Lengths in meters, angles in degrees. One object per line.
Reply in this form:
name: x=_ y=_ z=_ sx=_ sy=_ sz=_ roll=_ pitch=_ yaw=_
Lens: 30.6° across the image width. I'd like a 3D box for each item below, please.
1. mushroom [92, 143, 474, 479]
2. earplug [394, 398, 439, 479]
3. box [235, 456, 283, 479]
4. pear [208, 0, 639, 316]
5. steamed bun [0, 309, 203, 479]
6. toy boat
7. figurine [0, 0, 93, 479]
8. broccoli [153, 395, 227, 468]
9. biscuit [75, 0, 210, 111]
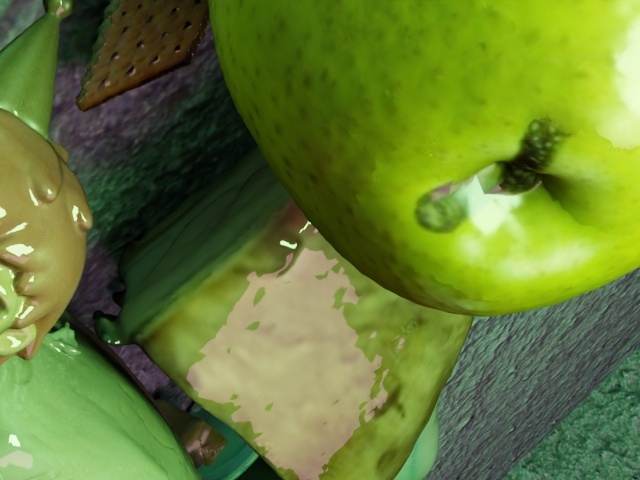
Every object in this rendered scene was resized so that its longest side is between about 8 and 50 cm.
mushroom: x=0.050 y=0.014 z=0.986 sx=0.397 sy=0.313 sz=0.224 roll=-46 pitch=-160 yaw=-5
earplug: x=0.066 y=0.123 z=1.320 sx=0.185 sy=0.185 sz=0.324 roll=-27 pitch=143 yaw=-31
box: x=-0.060 y=0.365 z=1.374 sx=0.359 sy=0.350 sz=0.091 roll=-24 pitch=115 yaw=-34
pear: x=0.110 y=-0.153 z=0.702 sx=0.362 sy=0.418 sz=0.362 roll=4 pitch=139 yaw=3
steamed bun: x=-0.247 y=0.172 z=0.887 sx=0.247 sy=0.236 sz=0.383 roll=-35 pitch=150 yaw=4
toy boat: x=-0.091 y=0.214 z=1.351 sx=0.215 sy=0.088 sz=0.102 roll=-48 pitch=159 yaw=8
figurine: x=-0.224 y=0.026 z=0.637 sx=0.387 sy=0.207 sz=0.166 roll=-56 pitch=-177 yaw=-16
broccoli: x=-0.242 y=0.337 z=1.233 sx=0.361 sy=0.221 sz=0.252 roll=-32 pitch=118 yaw=-22
biscuit: x=-0.092 y=-0.178 z=0.761 sx=0.144 sy=0.016 sz=0.203 roll=-38 pitch=162 yaw=-50
